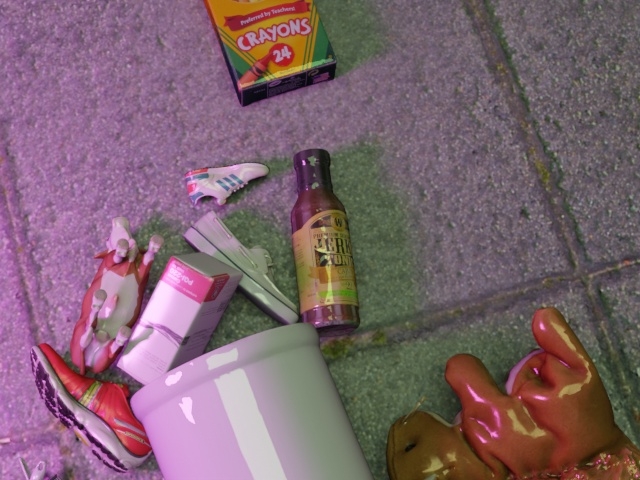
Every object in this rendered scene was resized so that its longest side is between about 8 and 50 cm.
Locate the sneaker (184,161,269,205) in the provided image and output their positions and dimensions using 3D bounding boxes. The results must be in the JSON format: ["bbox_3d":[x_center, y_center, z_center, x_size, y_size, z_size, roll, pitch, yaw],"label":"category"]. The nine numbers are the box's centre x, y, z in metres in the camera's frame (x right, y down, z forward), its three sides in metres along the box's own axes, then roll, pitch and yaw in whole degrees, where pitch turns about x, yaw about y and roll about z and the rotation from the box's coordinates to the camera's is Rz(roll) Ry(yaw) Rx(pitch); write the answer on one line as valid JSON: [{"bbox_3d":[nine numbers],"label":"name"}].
[{"bbox_3d":[-0.174,-0.105,1.949,0.161,0.057,0.075,-7,89,-7],"label":"sneaker"}]

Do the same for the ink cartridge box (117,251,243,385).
[{"bbox_3d":[-0.239,0.136,1.766,0.092,0.158,0.218,28,98,12],"label":"ink cartridge box"}]

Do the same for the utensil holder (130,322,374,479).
[{"bbox_3d":[-0.085,0.374,1.659,0.327,0.327,0.385,-22,78,-10],"label":"utensil holder"}]

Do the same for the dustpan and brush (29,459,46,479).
[{"bbox_3d":[-0.506,0.474,1.726,0.147,0.060,0.211,19,91,5],"label":"dustpan and brush"}]

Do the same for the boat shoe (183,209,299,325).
[{"bbox_3d":[-0.129,0.048,1.880,0.267,0.096,0.088,39,78,17],"label":"boat shoe"}]

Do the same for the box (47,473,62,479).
[{"bbox_3d":[-0.415,0.541,1.630,0.270,0.060,0.216,50,38,0],"label":"box"}]

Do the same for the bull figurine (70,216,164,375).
[{"bbox_3d":[-0.352,0.082,1.784,0.101,0.188,0.310,18,60,-15],"label":"bull figurine"}]

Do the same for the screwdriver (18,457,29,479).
[{"bbox_3d":[-0.486,0.448,1.760,0.024,0.025,0.170,-24,76,-11],"label":"screwdriver"}]

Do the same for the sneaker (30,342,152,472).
[{"bbox_3d":[-0.396,0.279,1.798,0.279,0.107,0.118,46,57,7],"label":"sneaker"}]

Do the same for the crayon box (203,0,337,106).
[{"bbox_3d":[-0.115,-0.446,2.043,0.202,0.081,0.318,-19,74,-9],"label":"crayon box"}]

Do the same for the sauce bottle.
[{"bbox_3d":[0.000,0.000,1.890,0.111,0.111,0.344,-7,74,-6],"label":"sauce bottle"}]

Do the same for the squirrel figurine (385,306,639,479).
[{"bbox_3d":[0.314,0.373,1.714,0.370,0.281,0.397,-30,74,-6],"label":"squirrel figurine"}]
